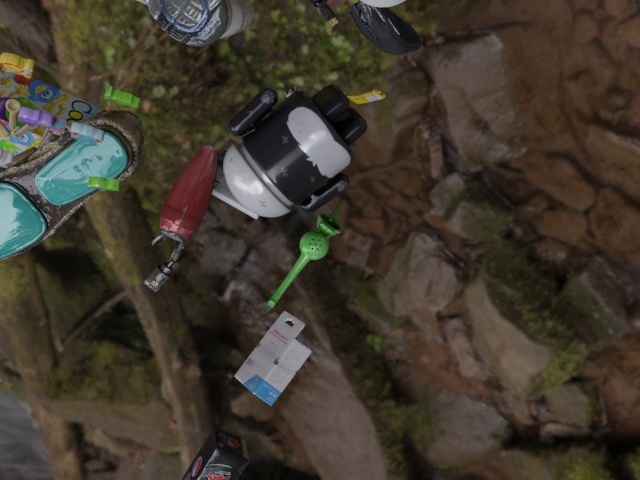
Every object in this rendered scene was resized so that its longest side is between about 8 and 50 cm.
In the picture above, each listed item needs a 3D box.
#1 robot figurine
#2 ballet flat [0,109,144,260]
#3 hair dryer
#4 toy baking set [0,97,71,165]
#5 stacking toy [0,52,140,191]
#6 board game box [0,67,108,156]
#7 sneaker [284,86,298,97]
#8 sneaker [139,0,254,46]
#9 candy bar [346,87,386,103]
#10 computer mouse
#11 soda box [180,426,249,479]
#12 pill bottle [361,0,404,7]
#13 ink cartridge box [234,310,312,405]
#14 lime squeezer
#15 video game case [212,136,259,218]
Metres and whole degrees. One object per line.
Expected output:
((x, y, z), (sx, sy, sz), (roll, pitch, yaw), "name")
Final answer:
((-0.050, -0.167, 1.517), (0.209, 0.278, 0.173), (52, -173, 10), "robot figurine")
((-0.532, -0.104, 1.571), (0.164, 0.482, 0.182), (56, -165, -20), "ballet flat")
((-0.283, -0.065, 1.605), (0.080, 0.224, 0.293), (25, 118, -22), "hair dryer")
((-0.613, -0.183, 1.683), (0.256, 0.197, 0.030), (24, -158, -30), "toy baking set")
((-0.400, -0.179, 1.266), (0.221, 0.167, 0.052), (14, 168, -26), "stacking toy")
((-0.609, -0.244, 1.821), (0.275, 0.142, 0.144), (24, 145, -9), "board game box")
((-0.081, -0.405, 2.314), (0.118, 0.042, 0.067), (-29, -82, -79), "sneaker")
((-0.217, -0.364, 1.116), (0.297, 0.129, 0.111), (44, 117, 13), "sneaker")
((0.116, -0.370, 2.099), (0.040, 0.018, 0.161), (30, 170, -23), "candy bar")
((0.090, -0.480, 1.815), (0.262, 0.060, 0.184), (37, 157, -34), "computer mouse")
((-0.166, 0.351, 1.144), (0.053, 0.169, 0.060), (28, -169, -19), "soda box")
((0.088, -0.509, 1.297), (0.161, 0.161, 0.283), (35, 174, 20), "pill bottle")
((-0.090, 0.249, 1.738), (0.060, 0.180, 0.104), (42, 171, -31), "ink cartridge box")
((0.000, 0.000, 1.595), (0.059, 0.310, 0.110), (26, 143, 10), "lime squeezer")
((-0.158, -0.130, 1.661), (0.157, 0.143, 0.019), (29, 145, 9), "video game case")
